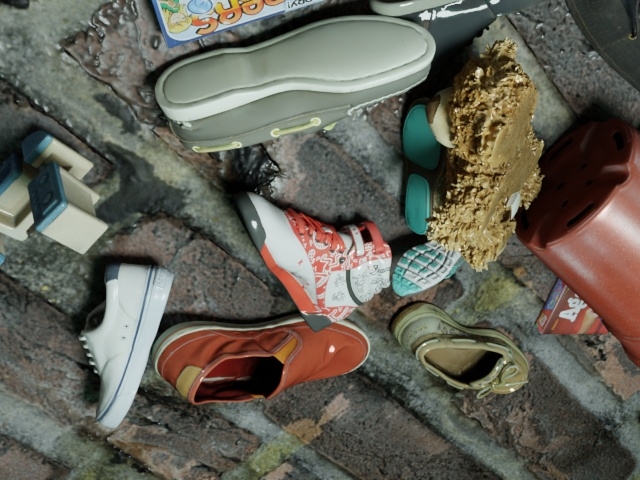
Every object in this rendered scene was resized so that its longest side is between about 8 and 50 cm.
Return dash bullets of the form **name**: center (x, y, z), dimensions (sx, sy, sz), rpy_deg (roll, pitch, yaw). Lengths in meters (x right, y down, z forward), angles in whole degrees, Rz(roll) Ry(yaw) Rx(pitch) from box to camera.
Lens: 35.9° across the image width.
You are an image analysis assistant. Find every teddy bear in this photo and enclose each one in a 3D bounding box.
- **teddy bear**: center (0.193, -0.095, 1.191), dimensions (0.245, 0.113, 0.338), rpy_deg (-64, 157, -1)

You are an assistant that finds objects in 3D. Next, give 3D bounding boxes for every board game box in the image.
- **board game box**: center (0.443, 0.030, 1.506), dimensions (0.145, 0.027, 0.281), rpy_deg (2, 126, -22)
- **board game box**: center (-0.079, -0.281, 1.006), dimensions (0.201, 0.035, 0.136), rpy_deg (-19, 149, -5)

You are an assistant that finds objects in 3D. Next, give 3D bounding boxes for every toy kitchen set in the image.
- **toy kitchen set**: center (-0.347, -0.016, 1.047), dimensions (0.207, 0.166, 0.122), rpy_deg (-44, 130, 14)

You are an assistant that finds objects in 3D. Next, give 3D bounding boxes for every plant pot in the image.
- **plant pot**: center (0.416, -0.006, 1.301), dimensions (0.265, 0.272, 0.272), rpy_deg (35, 109, -19)

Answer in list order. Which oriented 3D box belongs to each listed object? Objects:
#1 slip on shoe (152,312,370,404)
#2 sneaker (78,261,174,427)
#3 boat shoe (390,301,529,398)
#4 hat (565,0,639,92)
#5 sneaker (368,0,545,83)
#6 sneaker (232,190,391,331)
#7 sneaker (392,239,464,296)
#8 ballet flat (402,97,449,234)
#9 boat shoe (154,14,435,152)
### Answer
- **slip on shoe**: center (-0.065, 0.169, 1.342), dimensions (0.331, 0.101, 0.123), rpy_deg (2, 125, -38)
- **sneaker**: center (-0.262, 0.129, 1.265), dimensions (0.091, 0.094, 0.258), rpy_deg (17, 118, -8)
- **boat shoe**: center (0.223, 0.185, 1.495), dimensions (0.285, 0.089, 0.104), rpy_deg (24, 114, -35)
- **hat**: center (0.454, -0.300, 1.150), dimensions (0.134, 0.331, 0.331), rpy_deg (-60, 140, -29)
- **sneaker**: center (0.166, -0.256, 1.136), dimensions (0.222, 0.083, 0.118), rpy_deg (-11, 135, -2)
- **sneaker**: center (0.000, 0.000, 1.258), dimensions (0.145, 0.090, 0.270), rpy_deg (-30, 135, 1)
- **sneaker**: center (0.160, 0.033, 1.340), dimensions (0.166, 0.065, 0.076), rpy_deg (-37, 150, -27)
- **ballet flat**: center (0.144, -0.102, 1.263), dimensions (0.067, 0.073, 0.206), rpy_deg (-32, 141, -32)
- **boat shoe**: center (-0.023, -0.168, 1.088), dimensions (0.305, 0.109, 0.091), rpy_deg (-11, 142, 3)
